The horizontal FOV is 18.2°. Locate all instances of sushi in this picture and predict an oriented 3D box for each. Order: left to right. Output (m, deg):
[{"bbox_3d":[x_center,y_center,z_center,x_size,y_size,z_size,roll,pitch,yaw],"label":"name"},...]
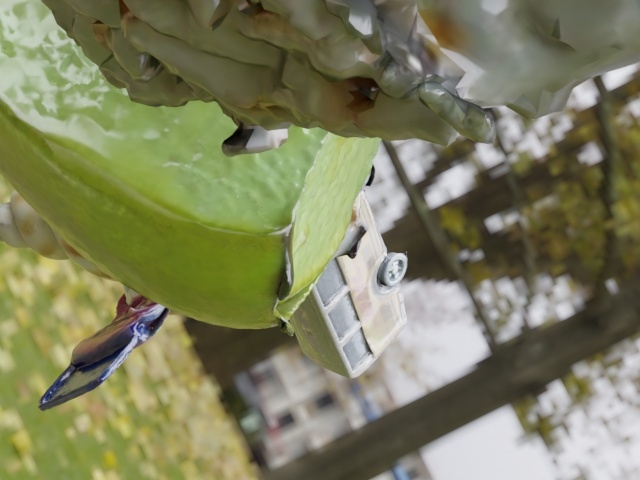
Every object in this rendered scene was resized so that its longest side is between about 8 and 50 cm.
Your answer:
[{"bbox_3d":[0.080,-0.178,0.679,0.176,0.417,0.417,53,-1,-29],"label":"sushi"}]

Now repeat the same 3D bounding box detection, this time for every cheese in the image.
[{"bbox_3d":[-0.084,0.016,1.196,0.062,0.244,0.155,50,-39,-11],"label":"cheese"}]

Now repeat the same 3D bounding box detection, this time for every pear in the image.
[{"bbox_3d":[-0.089,-0.111,0.948,0.282,0.286,0.176,22,-27,5],"label":"pear"}]

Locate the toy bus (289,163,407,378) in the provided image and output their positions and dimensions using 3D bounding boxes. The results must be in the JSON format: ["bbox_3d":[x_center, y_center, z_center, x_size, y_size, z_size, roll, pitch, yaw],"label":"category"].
[{"bbox_3d":[0.000,0.000,2.145,0.097,0.138,0.342,27,-25,35],"label":"toy bus"}]

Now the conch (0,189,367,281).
[{"bbox_3d":[-0.107,-0.037,1.404,0.149,0.275,0.183,21,57,-42],"label":"conch"}]
